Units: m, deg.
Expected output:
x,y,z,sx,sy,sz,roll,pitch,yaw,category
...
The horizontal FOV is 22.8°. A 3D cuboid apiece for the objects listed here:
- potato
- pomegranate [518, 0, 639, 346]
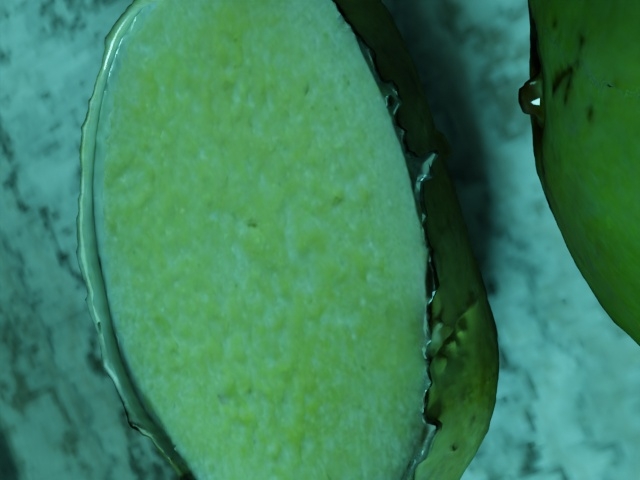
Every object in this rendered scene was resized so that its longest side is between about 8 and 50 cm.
x,y,z,sx,sy,sz,roll,pitch,yaw,category
0.000,0.000,0.533,0.164,0.081,0.200,-18,85,42,potato
0.145,-0.050,0.372,0.210,0.179,0.179,-15,90,31,pomegranate
